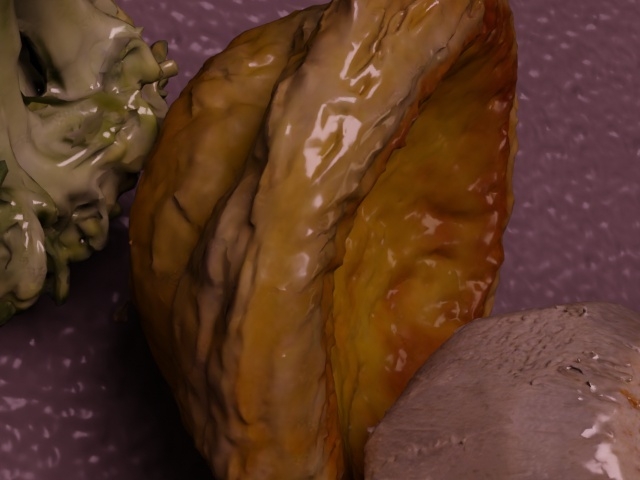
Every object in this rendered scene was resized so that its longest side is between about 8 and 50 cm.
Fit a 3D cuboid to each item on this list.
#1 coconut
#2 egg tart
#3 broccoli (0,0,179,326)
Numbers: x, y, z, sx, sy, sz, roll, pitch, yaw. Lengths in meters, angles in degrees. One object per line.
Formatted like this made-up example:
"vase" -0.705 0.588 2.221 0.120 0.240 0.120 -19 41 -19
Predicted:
"coconut" 0.096 0.109 0.774 0.161 0.162 0.161 20 59 -39
"egg tart" 0.000 0.000 0.852 0.128 0.319 0.319 16 51 21
"broccoli" -0.160 -0.099 0.810 0.248 0.245 0.288 -8 71 -30
